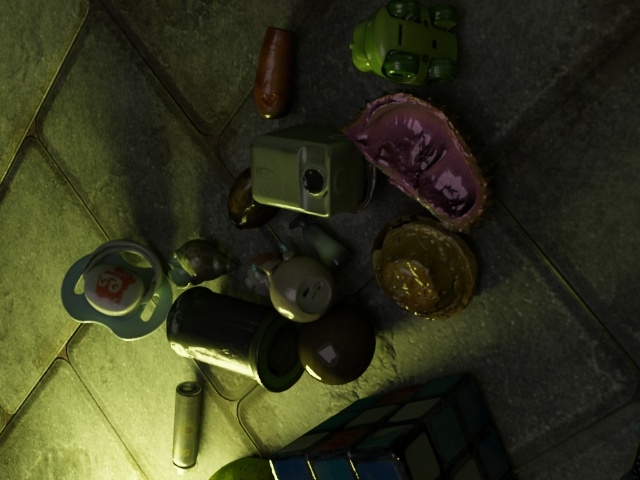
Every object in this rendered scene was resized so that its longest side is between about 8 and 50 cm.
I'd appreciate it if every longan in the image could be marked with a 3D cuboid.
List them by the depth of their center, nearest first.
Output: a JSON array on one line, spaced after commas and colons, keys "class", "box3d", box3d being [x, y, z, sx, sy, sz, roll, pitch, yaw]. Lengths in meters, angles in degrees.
[{"class": "longan", "box3d": [0.038, 0.216, 1.805, 0.184, 0.159, 0.205, 9, 73, 48]}]

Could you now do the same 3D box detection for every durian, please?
[{"class": "durian", "box3d": [0.216, -0.170, 1.565, 0.341, 0.112, 0.191, 41, 119, 6]}]

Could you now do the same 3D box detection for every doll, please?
[{"class": "doll", "box3d": [-0.077, 0.091, 1.825, 0.287, 0.150, 0.151, 18, 118, 60]}]

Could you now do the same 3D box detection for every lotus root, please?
[{"class": "lotus root", "box3d": [-0.142, -0.104, 1.855, 0.120, 0.120, 0.209, 50, 131, 13]}]

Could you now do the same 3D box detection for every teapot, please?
[{"class": "teapot", "box3d": [-0.198, 0.242, 1.980, 0.337, 0.200, 0.270, 12, 143, 36]}]

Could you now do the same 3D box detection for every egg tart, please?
[{"class": "egg tart", "box3d": [0.197, 0.064, 1.650, 0.241, 0.106, 0.241, 18, 127, 26]}]

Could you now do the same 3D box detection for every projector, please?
[{"class": "projector", "box3d": [-0.004, -0.147, 1.694, 0.242, 0.177, 0.164, 14, 114, 32]}]

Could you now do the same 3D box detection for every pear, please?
[{"class": "pear", "box3d": [-0.171, 0.689, 2.119, 0.292, 0.159, 0.293, 10, 109, 33]}]

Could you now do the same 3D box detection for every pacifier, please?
[{"class": "pacifier", "box3d": [-0.536, 0.150, 2.214, 0.299, 0.244, 0.233, 22, 152, 5]}]

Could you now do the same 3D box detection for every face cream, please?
[{"class": "face cream", "box3d": [-0.369, 0.523, 2.262, 0.073, 0.073, 0.284, 22, 118, 30]}]

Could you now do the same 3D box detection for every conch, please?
[{"class": "conch", "box3d": [-0.305, 0.055, 2.040, 0.173, 0.106, 0.116, -36, 55, 33]}]

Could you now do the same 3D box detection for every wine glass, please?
[{"class": "wine glass", "box3d": [0.000, 0.000, 1.808, 0.155, 0.072, 0.072, 47, 127, 16]}]

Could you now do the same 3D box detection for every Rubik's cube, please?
[{"class": "Rubik's cube", "box3d": [0.164, 0.511, 1.677, 0.358, 0.363, 0.362, -23, 92, 38]}]

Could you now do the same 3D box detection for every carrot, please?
[{"class": "carrot", "box3d": [-0.099, -0.358, 1.756, 0.087, 0.087, 0.194, 15, 112, 33]}]

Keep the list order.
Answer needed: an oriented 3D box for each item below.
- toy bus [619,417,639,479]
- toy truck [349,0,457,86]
[{"class": "toy bus", "box3d": [0.622, 0.405, 1.423, 0.128, 0.150, 0.262, -137, 47, -54]}, {"class": "toy truck", "box3d": [0.139, -0.354, 1.509, 0.210, 0.187, 0.148, 1, 89, 38]}]
